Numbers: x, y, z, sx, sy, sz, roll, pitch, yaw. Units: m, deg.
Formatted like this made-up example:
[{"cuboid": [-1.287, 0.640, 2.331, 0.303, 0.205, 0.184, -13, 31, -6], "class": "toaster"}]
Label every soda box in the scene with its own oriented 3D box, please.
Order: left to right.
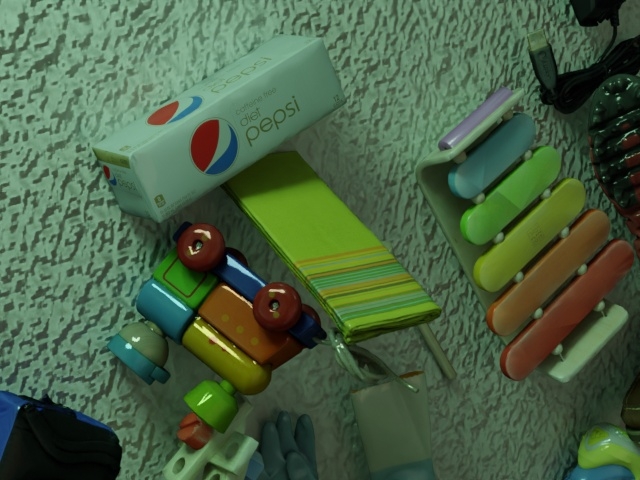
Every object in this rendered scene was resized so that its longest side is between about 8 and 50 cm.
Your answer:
[{"cuboid": [-0.086, -0.101, 1.228, 0.216, 0.074, 0.069, -35, 117, -25], "class": "soda box"}]

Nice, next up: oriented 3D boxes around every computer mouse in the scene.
[{"cuboid": [0.261, -0.264, 1.453, 0.184, 0.060, 0.262, -35, 128, -30], "class": "computer mouse"}]

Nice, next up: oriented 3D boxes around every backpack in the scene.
[{"cuboid": [-0.230, 0.176, 1.163, 0.120, 0.101, 0.098, 23, 87, -40], "class": "backpack"}]

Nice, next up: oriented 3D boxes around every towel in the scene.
[{"cuboid": [0.000, 0.000, 1.223, 0.102, 0.237, 0.021, -9, 133, -36], "class": "towel"}]

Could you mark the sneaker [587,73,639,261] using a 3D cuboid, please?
[{"cuboid": [0.366, -0.063, 1.529, 0.276, 0.097, 0.135, 62, 25, -17], "class": "sneaker"}]

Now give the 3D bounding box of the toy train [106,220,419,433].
[{"cuboid": [-0.056, 0.107, 1.204, 0.143, 0.248, 0.105, -51, 162, -4], "class": "toy train"}]

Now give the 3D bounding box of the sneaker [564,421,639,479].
[{"cuboid": [0.356, 0.312, 1.620, 0.240, 0.091, 0.126, 42, 87, -26], "class": "sneaker"}]

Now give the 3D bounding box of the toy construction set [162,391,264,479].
[{"cuboid": [-0.030, 0.295, 1.283, 0.215, 0.151, 0.327, -41, 108, 16], "class": "toy construction set"}]

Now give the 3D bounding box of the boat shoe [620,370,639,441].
[{"cuboid": [0.420, 0.113, 1.604, 0.307, 0.111, 0.104, -37, 106, -41], "class": "boat shoe"}]

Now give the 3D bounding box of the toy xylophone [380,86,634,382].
[{"cuboid": [0.186, 0.015, 1.437, 0.236, 0.081, 0.323, -49, 122, -17], "class": "toy xylophone"}]

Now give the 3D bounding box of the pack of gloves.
[{"cuboid": [0.021, 0.255, 1.402, 0.195, 0.046, 0.232, -13, 107, -18], "class": "pack of gloves"}]
